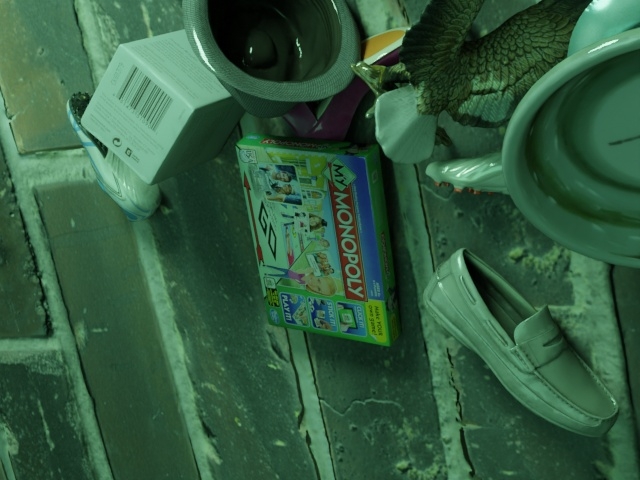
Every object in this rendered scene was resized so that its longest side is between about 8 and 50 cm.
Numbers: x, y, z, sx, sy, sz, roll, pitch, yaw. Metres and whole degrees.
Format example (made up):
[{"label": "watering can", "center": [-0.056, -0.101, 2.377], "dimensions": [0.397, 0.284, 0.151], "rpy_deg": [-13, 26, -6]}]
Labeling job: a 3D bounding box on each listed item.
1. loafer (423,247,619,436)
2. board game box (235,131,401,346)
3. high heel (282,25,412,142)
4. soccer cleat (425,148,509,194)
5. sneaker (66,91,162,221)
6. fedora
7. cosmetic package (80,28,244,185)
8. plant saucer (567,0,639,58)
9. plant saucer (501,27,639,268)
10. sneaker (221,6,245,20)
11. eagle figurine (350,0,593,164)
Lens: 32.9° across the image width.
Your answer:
[{"label": "loafer", "center": [0.282, 0.139, 1.486], "dimensions": [0.319, 0.112, 0.111], "rpy_deg": [40, 131, 12]}, {"label": "board game box", "center": [0.000, 0.000, 1.599], "dimensions": [0.213, 0.046, 0.317], "rpy_deg": [8, 123, 28]}, {"label": "high heel", "center": [0.061, -0.202, 1.525], "dimensions": [0.244, 0.082, 0.117], "rpy_deg": [-32, 119, 22]}, {"label": "soccer cleat", "center": [0.238, -0.097, 1.459], "dimensions": [0.196, 0.068, 0.076], "rpy_deg": [10, 97, 25]}, {"label": "sneaker", "center": [-0.347, -0.134, 1.766], "dimensions": [0.086, 0.085, 0.237], "rpy_deg": [-36, 85, 41]}, {"label": "fedora", "center": [-0.075, -0.267, 1.488], "dimensions": [0.124, 0.244, 0.275], "rpy_deg": [118, 139, -57]}, {"label": "cosmetic package", "center": [-0.222, -0.202, 1.606], "dimensions": [0.151, 0.184, 0.151], "rpy_deg": [42, 121, 10]}, {"label": "plant saucer", "center": [0.395, -0.218, 1.290], "dimensions": [0.195, 0.037, 0.195], "rpy_deg": [2, 115, 4]}, {"label": "plant saucer", "center": [0.414, -0.121, 1.261], "dimensions": [0.400, 0.100, 0.400], "rpy_deg": [6, 141, 5]}, {"label": "sneaker", "center": [-0.180, -0.381, 1.600], "dimensions": [0.209, 0.069, 0.082], "rpy_deg": [44, 156, -1]}, {"label": "eagle figurine", "center": [0.181, -0.246, 1.352], "dimensions": [0.298, 0.226, 0.225], "rpy_deg": [-31, 78, 38]}]
